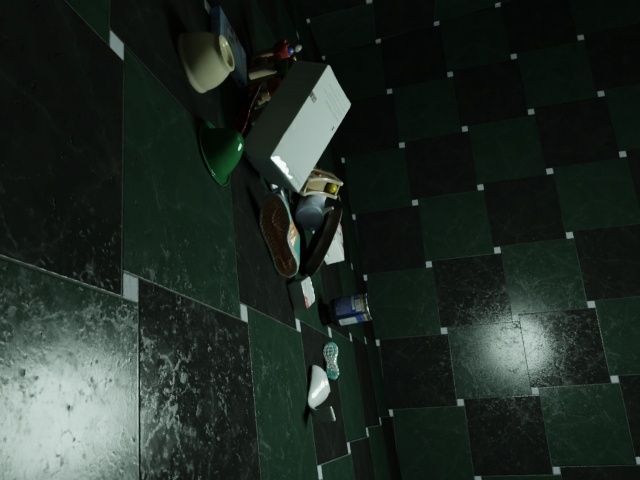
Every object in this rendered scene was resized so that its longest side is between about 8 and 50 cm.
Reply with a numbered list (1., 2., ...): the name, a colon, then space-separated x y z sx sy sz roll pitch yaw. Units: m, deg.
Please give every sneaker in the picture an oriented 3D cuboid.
1. sneaker: 0.043 0.509 2.066 0.076 0.065 0.166 89 1 -53
2. sneaker: -0.134 -0.031 1.680 0.121 0.108 0.302 -81 163 -63

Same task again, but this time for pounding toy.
1. pounding toy: -0.029 -0.270 2.012 0.154 0.270 0.154 -65 -153 24

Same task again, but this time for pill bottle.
1. pill bottle: 0.110 0.307 2.163 0.123 0.219 0.122 -12 90 -78

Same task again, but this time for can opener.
1. can opener: -0.158 -0.182 1.863 0.059 0.073 0.186 33 -30 45

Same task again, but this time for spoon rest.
1. spoon rest: -0.007 0.544 1.756 0.276 0.084 0.137 -111 -173 -75

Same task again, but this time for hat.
1. hat: -0.211 -0.265 1.340 0.208 0.184 0.173 64 18 -48

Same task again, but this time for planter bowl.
1. planter bowl: -0.302 -0.497 1.351 0.162 0.109 0.162 -12 90 -79

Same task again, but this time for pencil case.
1. pencil case: -0.034 -0.147 2.093 0.124 0.113 0.273 53 20 -23

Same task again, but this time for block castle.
1. block castle: -0.133 -0.556 1.964 0.303 0.213 0.453 63 19 -51

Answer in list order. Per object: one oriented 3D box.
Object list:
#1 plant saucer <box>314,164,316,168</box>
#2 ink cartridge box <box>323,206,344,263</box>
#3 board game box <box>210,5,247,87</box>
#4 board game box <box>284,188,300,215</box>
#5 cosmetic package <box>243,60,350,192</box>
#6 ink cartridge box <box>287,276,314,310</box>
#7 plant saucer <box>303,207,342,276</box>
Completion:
1. plant saucer: -0.068 -0.401 2.519 0.188 0.045 0.188 63 17 -50
2. ink cartridge box: 0.048 -0.025 2.527 0.172 0.100 0.237 64 17 -45
3. board game box: -0.306 -0.647 1.668 0.211 0.039 0.160 56 24 -59
4. board game box: -0.114 -0.172 2.100 0.186 0.026 0.126 54 26 -63
5. cosmetic package: -0.080 -0.384 1.668 0.385 0.156 0.217 -63 146 -13
6. ink cartridge box: -0.070 0.195 1.834 0.135 0.056 0.099 -22 100 -78
7. plant saucer: 0.000 0.000 2.034 0.310 0.050 0.310 -62 -172 16
